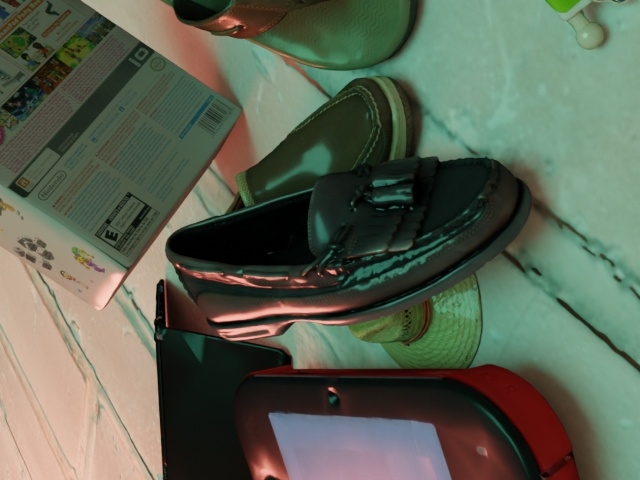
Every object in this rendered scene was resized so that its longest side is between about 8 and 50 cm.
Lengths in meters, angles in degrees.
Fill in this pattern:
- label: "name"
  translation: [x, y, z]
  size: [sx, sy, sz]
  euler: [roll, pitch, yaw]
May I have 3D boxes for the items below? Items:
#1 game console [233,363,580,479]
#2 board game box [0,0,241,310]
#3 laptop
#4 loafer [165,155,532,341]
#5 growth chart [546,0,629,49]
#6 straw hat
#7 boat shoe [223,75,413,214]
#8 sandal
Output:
- label: "game console"
  translation: [0.068, 0.263, 0.708]
  size: [0.387, 0.060, 0.341]
  euler: [-12, 92, 57]
- label: "board game box"
  translation: [-0.261, -0.114, 0.838]
  size: [0.303, 0.224, 0.097]
  euler: [35, 142, -6]
- label: "laptop"
  translation: [-0.115, 0.188, 1.020]
  size: [0.264, 0.137, 0.234]
  euler: [-123, 32, -73]
- label: "loafer"
  translation: [0.000, 0.000, 0.646]
  size: [0.303, 0.109, 0.095]
  euler: [-21, 123, 41]
- label: "growth chart"
  translation: [0.152, -0.220, 0.435]
  size: [0.172, 0.021, 0.237]
  euler: [42, 142, -4]
- label: "straw hat"
  translation: [0.051, 0.050, 0.690]
  size: [0.144, 0.061, 0.144]
  euler: [20, 114, 53]
- label: "boat shoe"
  translation: [-0.020, -0.038, 0.740]
  size: [0.257, 0.095, 0.095]
  euler: [-51, 57, 49]
- label: "sandal"
  translation: [-0.076, -0.198, 0.681]
  size: [0.303, 0.086, 0.120]
  euler: [20, 131, 8]
